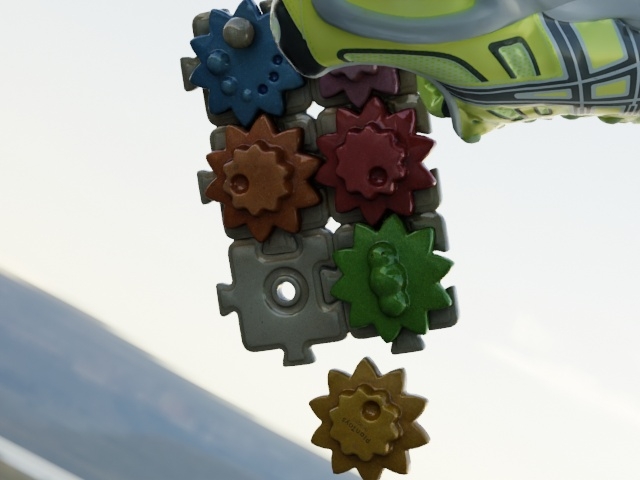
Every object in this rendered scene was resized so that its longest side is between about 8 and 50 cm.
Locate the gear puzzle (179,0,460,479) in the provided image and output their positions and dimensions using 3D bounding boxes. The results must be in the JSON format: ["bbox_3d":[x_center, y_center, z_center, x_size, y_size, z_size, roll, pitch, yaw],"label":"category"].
[{"bbox_3d":[0.000,0.000,1.251,0.175,0.339,0.044,-8,3,20],"label":"gear puzzle"}]

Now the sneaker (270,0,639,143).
[{"bbox_3d":[0.132,-0.130,1.098,0.384,0.147,0.145,17,32,-34],"label":"sneaker"}]
